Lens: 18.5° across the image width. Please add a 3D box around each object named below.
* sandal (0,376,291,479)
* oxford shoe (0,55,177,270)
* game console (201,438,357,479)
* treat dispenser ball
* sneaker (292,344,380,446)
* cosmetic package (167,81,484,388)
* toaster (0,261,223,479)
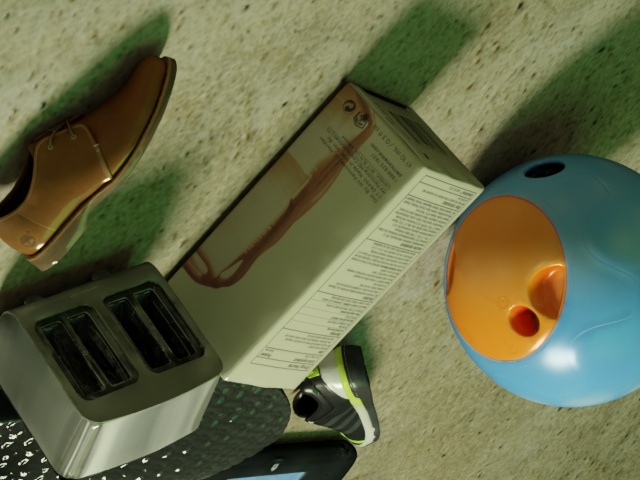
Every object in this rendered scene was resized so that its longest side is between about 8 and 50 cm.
[{"bbox_3d":[-0.223,0.167,1.992,0.446,0.107,0.167,0,136,-36],"label":"sandal"},{"bbox_3d":[-0.199,-0.077,1.647,0.076,0.076,0.212,37,93,-24],"label":"oxford shoe"},{"bbox_3d":[-0.150,0.386,2.473,0.342,0.060,0.386,-50,153,21],"label":"game console"},{"bbox_3d":[0.283,0.045,2.233,0.288,0.288,0.288,-31,153,-18],"label":"treat dispenser ball"},{"bbox_3d":[0.013,0.187,2.377,0.097,0.084,0.234,-13,151,0],"label":"sneaker"},{"bbox_3d":[0.000,0.000,1.964,0.296,0.129,0.153,-47,155,14],"label":"cosmetic package"},{"bbox_3d":[-0.200,0.125,1.832,0.168,0.185,0.110,-20,153,-35],"label":"toaster"}]
